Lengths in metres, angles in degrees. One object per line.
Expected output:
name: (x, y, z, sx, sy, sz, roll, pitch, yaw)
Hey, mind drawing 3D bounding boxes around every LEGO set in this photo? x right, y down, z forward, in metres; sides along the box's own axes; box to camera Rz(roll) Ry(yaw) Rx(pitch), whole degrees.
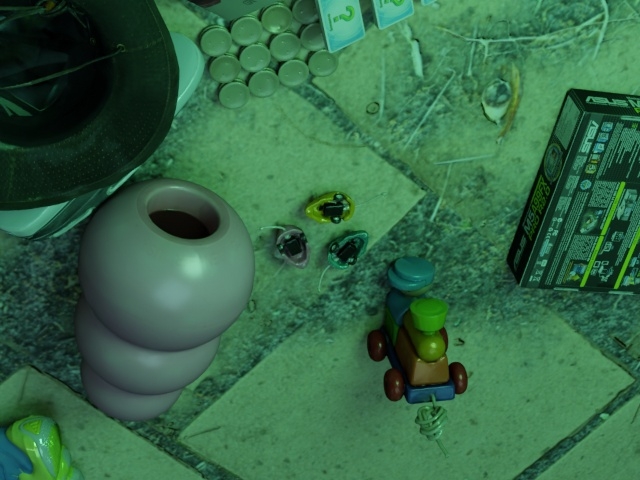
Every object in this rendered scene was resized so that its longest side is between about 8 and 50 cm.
LEGO set: (0.071, -0.334, 1.672, 0.182, 0.060, 0.244, -27, 130, -19)

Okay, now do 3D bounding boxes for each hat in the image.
hat: (-0.312, -0.197, 1.625, 0.331, 0.134, 0.331, -11, 126, -15)

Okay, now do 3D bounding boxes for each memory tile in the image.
memory tile: (-0.058, -0.216, 1.777, 0.148, 0.012, 0.113, -19, 128, 0)

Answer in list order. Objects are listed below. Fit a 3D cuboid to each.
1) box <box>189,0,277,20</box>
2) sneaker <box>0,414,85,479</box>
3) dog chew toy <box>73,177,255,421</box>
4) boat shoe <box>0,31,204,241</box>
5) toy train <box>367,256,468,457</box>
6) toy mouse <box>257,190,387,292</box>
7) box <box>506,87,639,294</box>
box: (-0.137, -0.333, 1.559, 0.232, 0.148, 0.127, 23, 74, -27)
sneaker: (-0.385, 0.318, 2.050, 0.126, 0.091, 0.240, -1, 128, 8)
dog chew toy: (-0.202, 0.087, 1.853, 0.206, 0.206, 0.332, 6, 132, -19)
boat shoe: (-0.240, -0.110, 1.757, 0.301, 0.108, 0.102, -45, 157, 4)
toy train: (0.135, 0.137, 1.944, 0.105, 0.248, 0.143, -5, 122, -11)
toy mouse: (0.000, 0.000, 1.939, 0.161, 0.031, 0.143, -7, 127, -10)
box: (0.379, -0.055, 1.984, 0.216, 0.060, 0.270, 3, 125, -18)
